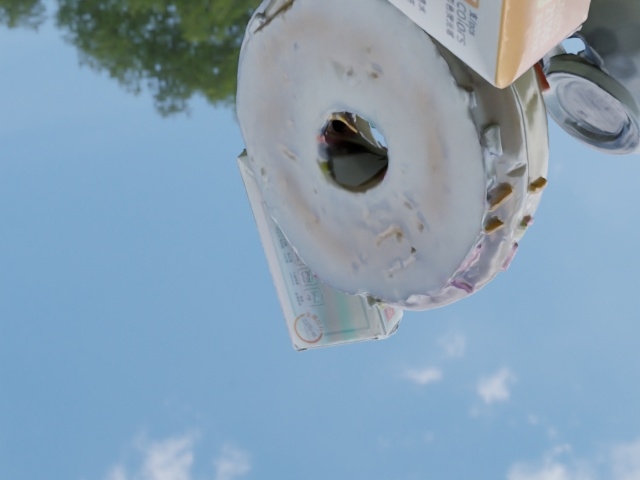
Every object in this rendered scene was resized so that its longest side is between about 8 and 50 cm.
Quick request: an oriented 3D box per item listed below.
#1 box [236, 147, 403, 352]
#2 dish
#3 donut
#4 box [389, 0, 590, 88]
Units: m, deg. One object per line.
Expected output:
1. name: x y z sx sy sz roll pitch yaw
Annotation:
1. box: 0.000 0.000 1.600 0.135 0.269 0.079 -11 -166 25
2. dish: 0.351 -0.195 1.565 0.303 0.303 0.120 26 -111 33
3. donut: 0.073 -0.111 1.305 0.142 0.382 0.383 -25 -139 -38
4. box: 0.065 -0.248 0.740 0.091 0.274 0.221 -37 -116 -18
